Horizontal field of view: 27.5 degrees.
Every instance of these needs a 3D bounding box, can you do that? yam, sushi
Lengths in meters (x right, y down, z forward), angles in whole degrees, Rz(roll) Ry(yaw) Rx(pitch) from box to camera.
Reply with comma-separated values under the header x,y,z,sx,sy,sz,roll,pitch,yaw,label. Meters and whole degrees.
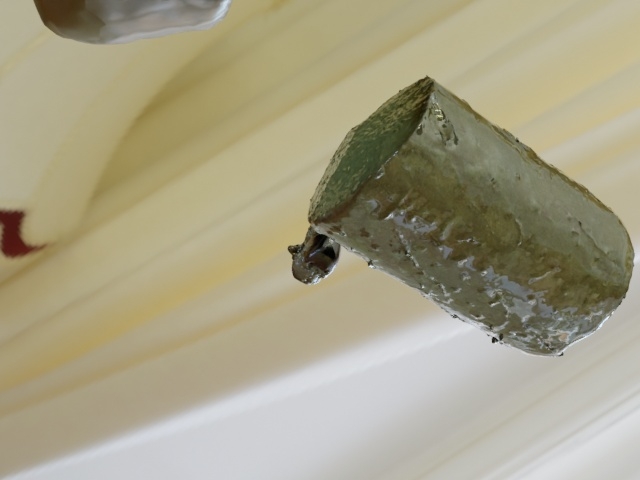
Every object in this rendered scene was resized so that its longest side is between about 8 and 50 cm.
x,y,z,sx,sy,sz,roll,pitch,yaw,label
0.126,-0.020,1.113,0.268,0.161,0.161,31,15,-25,yam
0.000,0.000,1.240,0.044,0.046,0.083,31,44,-13,sushi

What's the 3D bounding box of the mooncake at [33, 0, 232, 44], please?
x,y,z,sx,sy,sz,roll,pitch,yaw,label
-0.258,-0.465,1.546,0.467,0.262,0.467,167,-90,-74,mooncake
